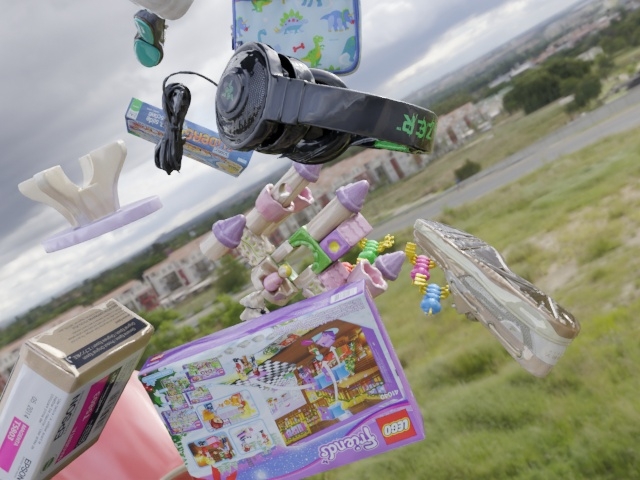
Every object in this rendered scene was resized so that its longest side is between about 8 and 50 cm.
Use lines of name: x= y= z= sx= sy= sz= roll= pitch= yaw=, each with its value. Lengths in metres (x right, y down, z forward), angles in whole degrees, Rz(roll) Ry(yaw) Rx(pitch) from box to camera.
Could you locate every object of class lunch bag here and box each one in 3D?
lunch bag: x=-0.040 y=-0.363 z=1.214 sx=0.219 sy=0.176 sz=0.090 roll=1 pitch=9 yaw=6

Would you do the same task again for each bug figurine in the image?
bug figurine: x=0.152 y=0.071 z=1.537 sx=0.279 sy=0.072 sz=0.216 roll=15 pitch=34 yaw=10

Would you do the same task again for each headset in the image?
headset: x=-0.049 y=-0.142 z=0.927 sx=0.394 sy=0.185 sz=0.243 roll=15 pitch=6 yaw=27

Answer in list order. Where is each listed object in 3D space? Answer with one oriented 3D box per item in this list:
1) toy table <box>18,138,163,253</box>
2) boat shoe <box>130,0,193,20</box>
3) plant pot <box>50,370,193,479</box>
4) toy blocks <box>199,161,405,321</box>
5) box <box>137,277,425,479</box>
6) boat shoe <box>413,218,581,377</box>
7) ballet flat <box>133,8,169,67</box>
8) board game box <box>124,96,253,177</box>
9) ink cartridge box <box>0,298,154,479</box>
toy table: x=-0.483 y=-0.093 z=1.498 sx=0.274 sy=0.161 sz=0.252 roll=-22 pitch=12 yaw=3
boat shoe: x=-0.169 y=-0.433 z=0.901 sx=0.136 sy=0.367 sz=0.156 roll=-12 pitch=-27 yaw=30
plant pot: x=-0.334 y=0.409 z=1.306 sx=0.243 sy=0.275 sz=0.275 roll=30 pitch=49 yaw=34
toy blocks: x=0.000 y=0.000 z=1.229 sx=0.260 sy=0.288 sz=0.309 roll=-42 pitch=-7 yaw=22
box: x=-0.045 y=0.189 z=0.874 sx=0.293 sy=0.201 sz=0.057 roll=-20 pitch=14 yaw=10
boat shoe: x=0.228 y=0.072 z=1.032 sx=0.109 sy=0.302 sz=0.098 roll=4 pitch=-60 yaw=-44
ballet flat: x=-0.341 y=-0.421 z=1.467 sx=0.074 sy=0.074 sz=0.203 roll=-32 pitch=-4 yaw=-17
board game box: x=-0.214 y=-0.163 z=1.169 sx=0.136 sy=0.201 sz=0.035 roll=167 pitch=124 yaw=-77
ink cartridge box: x=-0.352 y=0.217 z=0.993 sx=0.234 sy=0.088 sz=0.193 roll=-60 pitch=-8 yaw=20
